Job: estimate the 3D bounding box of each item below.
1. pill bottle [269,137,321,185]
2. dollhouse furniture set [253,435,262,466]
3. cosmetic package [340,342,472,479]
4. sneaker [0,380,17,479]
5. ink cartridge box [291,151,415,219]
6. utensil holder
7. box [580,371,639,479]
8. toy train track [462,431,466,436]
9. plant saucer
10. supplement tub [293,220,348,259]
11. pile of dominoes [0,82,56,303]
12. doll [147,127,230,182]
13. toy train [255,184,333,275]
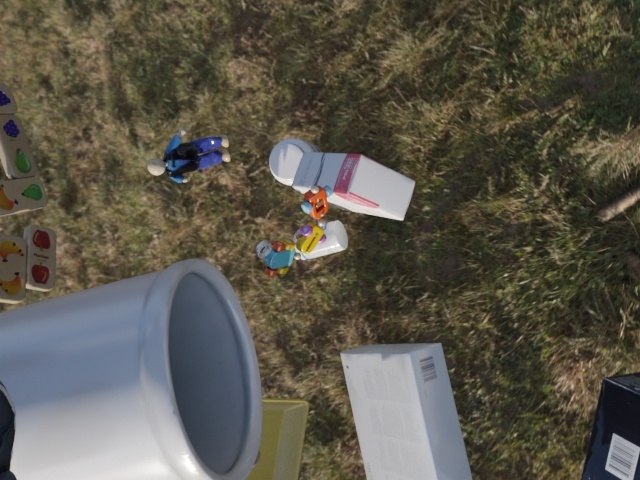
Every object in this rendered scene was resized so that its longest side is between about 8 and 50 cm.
[{"bbox_3d":[-0.066,-0.207,1.529,0.124,0.221,0.124,1,97,10],"label":"pill bottle"},{"bbox_3d":[-0.165,0.422,1.295,0.101,0.160,0.181,15,135,8],"label":"dollhouse furniture set"},{"bbox_3d":[0.186,0.419,1.269,0.284,0.098,0.376,-19,82,59],"label":"cosmetic package"},{"bbox_3d":[-0.383,0.299,0.605,0.128,0.126,0.320,25,102,37],"label":"sneaker"},{"bbox_3d":[0.065,-0.117,1.218,0.218,0.159,0.092,13,83,56],"label":"ink cartridge box"},{"bbox_3d":[-0.322,0.229,0.860,0.386,0.327,0.327,-15,83,10],"label":"utensil holder"},{"bbox_3d":[0.821,0.507,1.401,0.179,0.313,0.342,24,109,59],"label":"box"},{"bbox_3d":[0.382,0.573,1.642,0.014,0.048,0.083,42,95,5],"label":"toy train track"},{"bbox_3d":[-0.198,0.607,1.636,0.081,0.333,0.332,-1,77,46],"label":"plant saucer"},{"bbox_3d":[0.000,0.000,1.304,0.107,0.071,0.070,-16,82,23],"label":"supplement tub"},{"bbox_3d":[-0.291,-0.027,0.417,0.040,0.251,0.195,-14,97,25],"label":"pile of dominoes"},{"bbox_3d":[-0.293,-0.187,1.272,0.046,0.189,0.129,36,137,39],"label":"doll"},{"bbox_3d":[-0.046,-0.020,0.951,0.166,0.125,0.046,-42,53,-19],"label":"toy train"}]
